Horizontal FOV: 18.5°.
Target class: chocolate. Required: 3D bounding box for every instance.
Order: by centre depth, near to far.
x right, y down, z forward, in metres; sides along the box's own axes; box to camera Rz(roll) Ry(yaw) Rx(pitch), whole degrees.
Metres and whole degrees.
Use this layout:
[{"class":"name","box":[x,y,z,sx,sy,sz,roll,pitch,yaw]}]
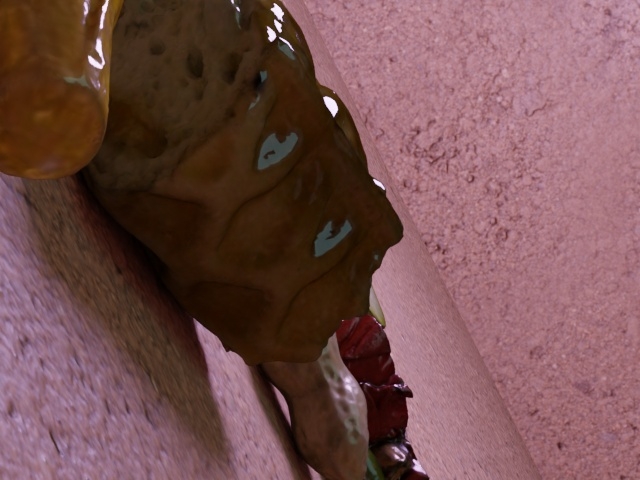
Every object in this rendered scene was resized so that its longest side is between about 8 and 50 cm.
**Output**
[{"class":"chocolate","box":[-0.201,-0.203,1.323,0.162,0.162,0.445,56,13,-44]}]

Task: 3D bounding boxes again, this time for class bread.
[{"class":"bread","box":[-0.067,-0.061,1.527,0.252,0.196,0.238,49,15,-52]}]

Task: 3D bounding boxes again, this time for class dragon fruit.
[{"class":"dragon fruit","box":[0.023,0.178,1.884,0.092,0.122,0.192,-31,100,-43]}]

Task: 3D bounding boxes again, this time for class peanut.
[{"class":"peanut","box":[-0.005,0.130,1.737,0.187,0.082,0.082,67,8,12]}]

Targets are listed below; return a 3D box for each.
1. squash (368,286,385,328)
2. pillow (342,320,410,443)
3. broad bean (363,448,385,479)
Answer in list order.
[{"class":"squash","box":[0.000,0.000,2.322,0.252,0.049,0.252,60,7,-13]},{"class":"pillow","box":[0.055,0.142,2.204,0.232,0.038,0.130,52,21,-58]},{"class":"broad bean","box":[0.063,0.272,1.830,0.254,0.046,0.065,62,1,-22]}]
